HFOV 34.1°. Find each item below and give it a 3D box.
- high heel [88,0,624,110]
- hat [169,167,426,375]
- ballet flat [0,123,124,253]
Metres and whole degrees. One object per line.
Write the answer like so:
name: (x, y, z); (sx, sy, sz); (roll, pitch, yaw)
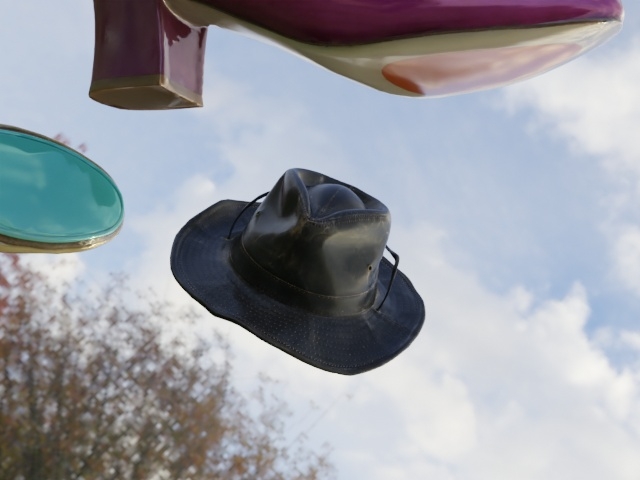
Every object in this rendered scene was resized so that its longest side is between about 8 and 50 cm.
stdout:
high heel: (0.007, -0.191, 0.697); (0.377, 0.181, 0.127); (0, -9, 16)
hat: (0.000, 0.000, 1.189); (0.331, 0.331, 0.134); (35, -61, 18)
ballet flat: (-0.228, -0.033, 0.612); (0.073, 0.232, 0.080); (-19, -113, 45)
